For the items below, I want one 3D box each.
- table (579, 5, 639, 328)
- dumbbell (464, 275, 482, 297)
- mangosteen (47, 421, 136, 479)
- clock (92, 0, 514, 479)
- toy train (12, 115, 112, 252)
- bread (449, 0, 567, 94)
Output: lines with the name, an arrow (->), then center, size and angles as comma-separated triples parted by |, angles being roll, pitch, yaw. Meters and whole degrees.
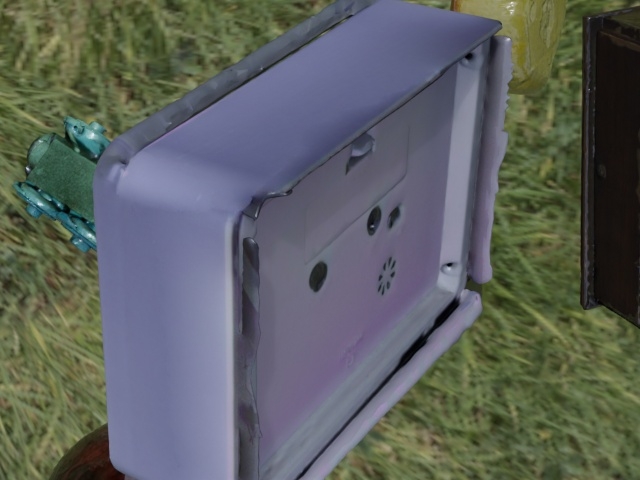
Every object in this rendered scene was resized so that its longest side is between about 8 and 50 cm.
table -> 0.349, -0.033, 1.005 | 0.196, 0.282, 0.250 | -13, 115, -22
dumbbell -> 0.029, 0.033, 1.275 | 0.290, 0.192, 0.192 | -41, 111, 19
mangosteen -> -0.142, 0.262, 1.133 | 0.236, 0.261, 0.235 | 11, 70, -32
clock -> 0.001, 0.001, 0.535 | 0.193, 0.073, 0.144 | -40, 141, -48
toy train -> -0.195, -0.032, 1.316 | 0.107, 0.198, 0.154 | -53, 141, -8
bread -> 0.162, -0.210, 1.211 | 0.125, 0.086, 0.156 | 40, 65, -60
